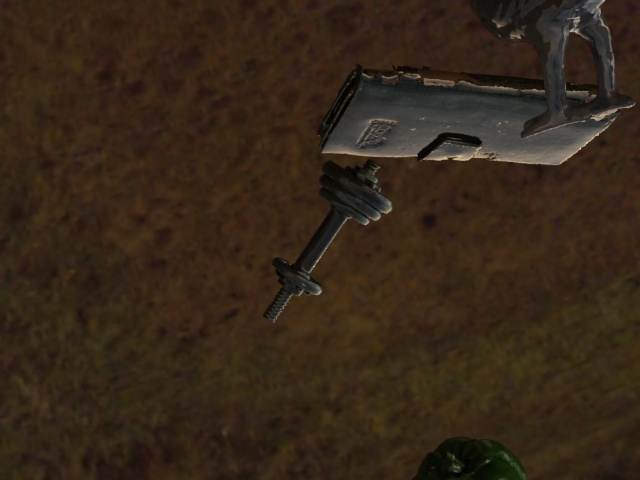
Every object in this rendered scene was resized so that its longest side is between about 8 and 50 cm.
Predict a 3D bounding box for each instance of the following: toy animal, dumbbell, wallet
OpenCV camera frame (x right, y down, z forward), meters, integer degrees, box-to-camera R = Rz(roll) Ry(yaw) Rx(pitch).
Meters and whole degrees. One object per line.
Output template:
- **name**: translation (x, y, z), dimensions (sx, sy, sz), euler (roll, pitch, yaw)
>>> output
- **toy animal**: translation (0.197, -0.185, 0.980), dimensions (0.081, 0.205, 0.367), euler (-17, -160, -32)
- **dumbbell**: translation (0.000, 0.000, 1.629), dimensions (0.254, 0.110, 0.110), euler (-55, 152, 2)
- **wallet**: translation (0.167, -0.137, 1.389), dimensions (0.317, 0.044, 0.169), euler (2, 157, -18)

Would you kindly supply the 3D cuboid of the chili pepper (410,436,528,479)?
- **chili pepper**: translation (0.119, 0.238, 0.768), dimensions (0.083, 0.253, 0.099), euler (-31, -152, -35)
